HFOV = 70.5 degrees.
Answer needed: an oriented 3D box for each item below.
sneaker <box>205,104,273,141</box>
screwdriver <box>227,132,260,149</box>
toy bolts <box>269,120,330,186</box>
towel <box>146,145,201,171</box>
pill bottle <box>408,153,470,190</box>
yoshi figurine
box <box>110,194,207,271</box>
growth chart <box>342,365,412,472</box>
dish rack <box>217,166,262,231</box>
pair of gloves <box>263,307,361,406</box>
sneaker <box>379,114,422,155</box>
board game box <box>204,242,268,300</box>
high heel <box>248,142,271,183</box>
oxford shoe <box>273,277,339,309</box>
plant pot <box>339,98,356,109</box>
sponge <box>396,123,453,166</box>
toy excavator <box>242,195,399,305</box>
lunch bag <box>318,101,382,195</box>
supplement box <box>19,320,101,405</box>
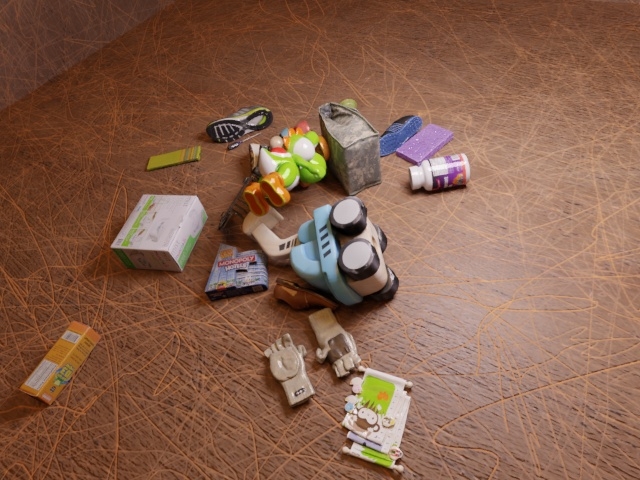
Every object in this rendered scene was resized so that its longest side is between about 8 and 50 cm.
[{"bbox_3d":[-0.365,-0.528,2.027,0.299,0.111,0.121,-18,38,-10],"label":"sneaker"},{"bbox_3d":[-0.334,-0.442,1.987,0.169,0.024,0.025,-35,80,-19],"label":"screwdriver"},{"bbox_3d":[-0.084,-0.323,1.661,0.158,0.218,0.229,-26,79,-14],"label":"toy bolts"},{"bbox_3d":[-0.640,-0.360,1.990,0.237,0.021,0.102,-12,43,4],"label":"towel"},{"bbox_3d":[0.409,-0.233,1.576,0.193,0.108,0.108,-10,48,5],"label":"pill bottle"},{"bbox_3d":[-0.081,-0.210,1.462,0.203,0.203,0.362,23,49,11],"label":"yoshi figurine"},{"bbox_3d":[-0.566,-0.034,1.617,0.230,0.127,0.262,2,50,14],"label":"box"},{"bbox_3d":[0.138,0.432,1.123,0.171,0.021,0.237,5,50,18],"label":"growth chart"},{"bbox_3d":[-0.270,-0.142,1.595,0.272,0.074,0.208,-57,13,1],"label":"dish rack"},{"bbox_3d":[-0.021,0.316,1.246,0.240,0.042,0.204,-31,54,-11],"label":"pair of gloves"},{"bbox_3d":[0.292,-0.415,1.790,0.232,0.081,0.090,-35,27,-9],"label":"sneaker"},{"bbox_3d":[-0.273,0.087,1.489,0.194,0.060,0.194,-12,49,3],"label":"board game box"},{"bbox_3d":[-0.248,-0.291,1.815,0.093,0.186,0.261,5,12,-13],"label":"high heel"},{"bbox_3d":[-0.044,0.178,1.366,0.212,0.076,0.076,15,85,21],"label":"oxford shoe"},{"bbox_3d":[0.123,-0.546,1.941,0.083,0.083,0.079,-12,61,2],"label":"plant pot"},{"bbox_3d":[0.402,-0.371,1.749,0.210,0.031,0.117,-40,52,-19],"label":"sponge"},{"bbox_3d":[-0.033,0.021,1.400,0.444,0.222,0.433,-21,56,17],"label":"toy excavator"},{"bbox_3d":[0.095,-0.348,1.661,0.168,0.235,0.287,-25,50,-11],"label":"lunch bag"},{"bbox_3d":[-0.772,0.363,1.355,0.080,0.078,0.234,15,55,20],"label":"supplement box"}]
